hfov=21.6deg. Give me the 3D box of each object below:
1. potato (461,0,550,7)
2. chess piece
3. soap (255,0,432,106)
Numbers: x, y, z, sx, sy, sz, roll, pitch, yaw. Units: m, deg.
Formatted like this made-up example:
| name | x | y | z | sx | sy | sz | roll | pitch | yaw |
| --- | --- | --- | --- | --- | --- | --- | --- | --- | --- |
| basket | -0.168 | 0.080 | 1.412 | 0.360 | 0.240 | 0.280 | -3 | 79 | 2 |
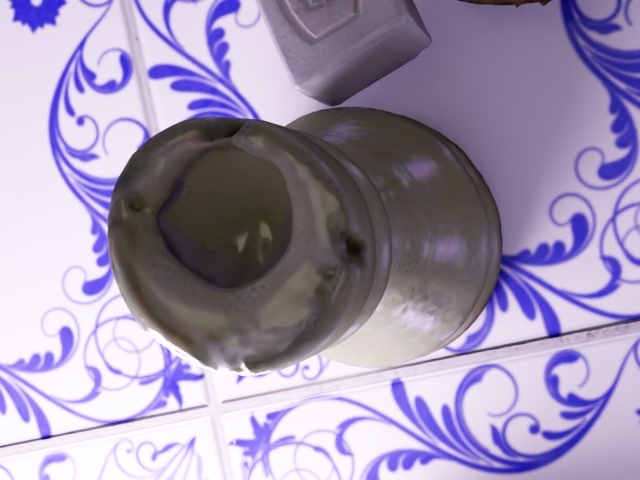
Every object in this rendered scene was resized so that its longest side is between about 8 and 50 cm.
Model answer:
| name | x | y | z | sx | sy | sz | roll | pitch | yaw |
| --- | --- | --- | --- | --- | --- | --- | --- | --- | --- |
| potato | 0.184 | -0.322 | 1.369 | 0.289 | 0.301 | 0.237 | -18 | 110 | 47 |
| chess piece | 0.000 | 0.000 | 1.309 | 0.234 | 0.442 | 0.234 | 0 | 91 | 15 |
| soap | 0.008 | -0.217 | 1.465 | 0.121 | 0.064 | 0.183 | -31 | 61 | 15 |
